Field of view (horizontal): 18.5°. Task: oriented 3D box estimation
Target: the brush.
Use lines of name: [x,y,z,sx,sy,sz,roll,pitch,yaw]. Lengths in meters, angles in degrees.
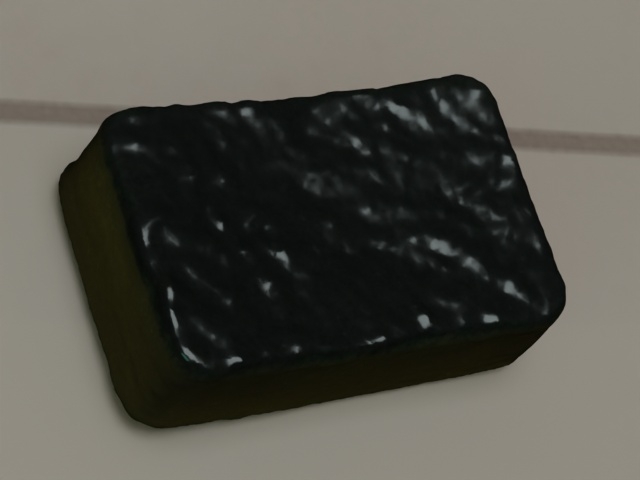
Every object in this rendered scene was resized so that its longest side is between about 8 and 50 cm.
brush: [0.000,0.000,0.808,0.197,0.059,0.123,-8,67,-29]
